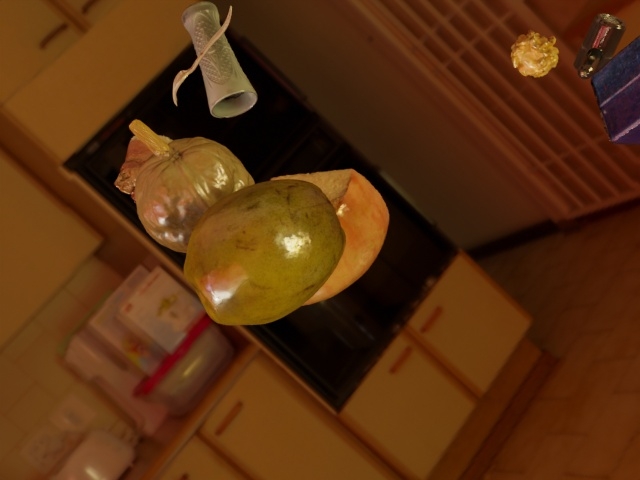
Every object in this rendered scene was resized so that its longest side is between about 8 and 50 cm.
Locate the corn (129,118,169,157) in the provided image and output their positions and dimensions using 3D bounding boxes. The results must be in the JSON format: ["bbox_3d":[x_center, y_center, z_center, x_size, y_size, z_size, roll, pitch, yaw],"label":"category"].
[{"bbox_3d":[-0.276,-0.163,1.400,0.028,0.083,0.027,-46,-6,-14],"label":"corn"}]

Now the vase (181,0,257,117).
[{"bbox_3d":[-0.204,-0.357,1.686,0.096,0.219,0.096,-20,-15,-6],"label":"vase"}]

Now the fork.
[{"bbox_3d":[-0.220,-0.338,1.574,0.219,0.028,0.034,-50,24,28],"label":"fork"}]

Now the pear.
[{"bbox_3d":[-0.098,0.022,1.590,0.307,0.253,0.253,-28,4,-11],"label":"pear"}]

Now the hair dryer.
[{"bbox_3d":[0.568,-0.386,1.797,0.219,0.071,0.124,-47,-21,-50],"label":"hair dryer"}]

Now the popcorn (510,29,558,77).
[{"bbox_3d":[0.370,-0.324,1.496,0.082,0.083,0.057,4,24,40],"label":"popcorn"}]

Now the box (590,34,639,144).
[{"bbox_3d":[0.532,-0.222,1.067,0.279,0.261,0.116,135,130,-56],"label":"box"}]

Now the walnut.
[{"bbox_3d":[-0.314,-0.116,2.147,0.282,0.253,0.277,-60,-32,-25],"label":"walnut"}]

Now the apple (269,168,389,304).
[{"bbox_3d":[0.000,0.000,1.917,0.314,0.309,0.252,-38,43,-7],"label":"apple"}]

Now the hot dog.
[{"bbox_3d":[-0.456,-0.190,2.275,0.103,0.146,0.213,79,-156,-56],"label":"hot dog"}]
